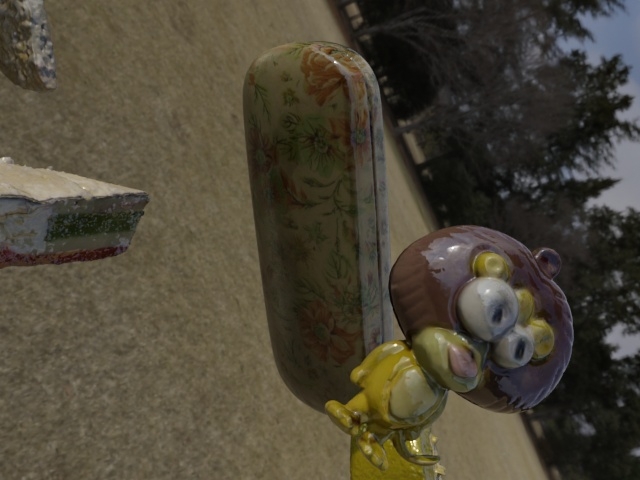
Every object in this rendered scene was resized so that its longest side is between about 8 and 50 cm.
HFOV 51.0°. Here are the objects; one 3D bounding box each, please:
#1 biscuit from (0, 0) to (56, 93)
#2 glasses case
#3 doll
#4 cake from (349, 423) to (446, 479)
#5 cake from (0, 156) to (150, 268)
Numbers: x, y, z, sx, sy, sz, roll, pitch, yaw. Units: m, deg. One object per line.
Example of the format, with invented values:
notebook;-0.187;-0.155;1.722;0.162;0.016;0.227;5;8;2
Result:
biscuit;-0.334;-0.274;0.695;0.032;0.133;0.250;-18;105;-53
glasses case;0.000;0.000;0.741;0.098;0.156;0.425;-27;118;-47
doll;0.099;0.079;0.462;0.145;0.188;0.096;26;-7;-9
cake;0.127;0.386;1.065;0.179;0.156;0.260;-86;161;-58
cake;-0.265;-0.015;0.643;0.220;0.086;0.117;16;23;-36
